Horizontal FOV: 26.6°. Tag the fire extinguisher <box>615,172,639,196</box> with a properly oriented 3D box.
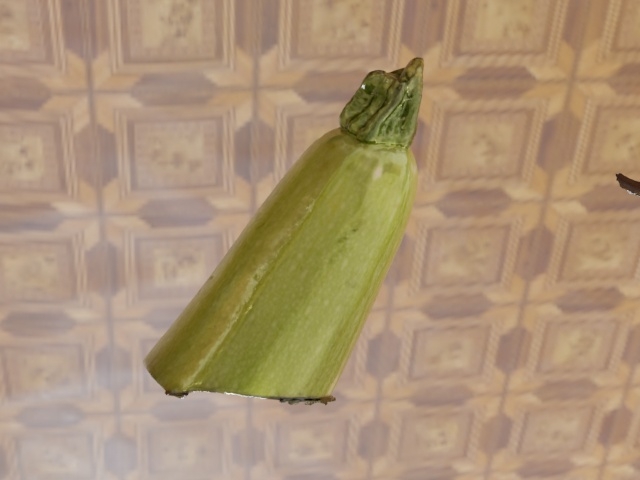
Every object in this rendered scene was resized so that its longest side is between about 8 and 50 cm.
[{"bbox_3d":[0.174,-0.075,0.511,0.075,0.106,0.252,-23,130,-18],"label":"fire extinguisher"}]

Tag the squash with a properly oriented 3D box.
[{"bbox_3d":[0.010,0.008,0.964,0.137,0.137,0.287,35,91,-34],"label":"squash"}]
